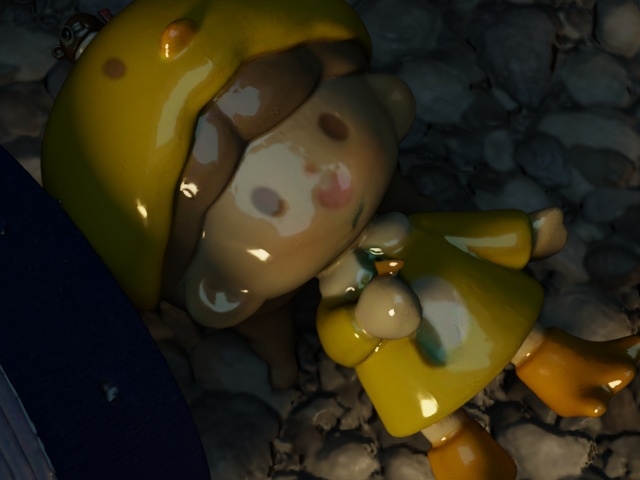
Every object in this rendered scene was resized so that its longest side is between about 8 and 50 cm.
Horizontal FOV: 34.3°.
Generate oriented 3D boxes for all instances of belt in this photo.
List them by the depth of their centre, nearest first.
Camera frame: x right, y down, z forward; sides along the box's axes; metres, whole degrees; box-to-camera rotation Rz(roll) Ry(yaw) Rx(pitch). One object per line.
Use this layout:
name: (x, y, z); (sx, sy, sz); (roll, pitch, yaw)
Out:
belt: (-0.208, 0.071, 0.525); (0.347, 0.117, 0.212); (48, 115, 11)

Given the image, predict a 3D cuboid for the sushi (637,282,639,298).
sushi: (0.340, 0.071, 0.538); (0.227, 0.215, 0.213); (-21, 96, -35)

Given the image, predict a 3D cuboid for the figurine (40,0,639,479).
figurine: (0.000, 0.000, 0.585); (0.344, 0.187, 0.215); (46, 67, 6)

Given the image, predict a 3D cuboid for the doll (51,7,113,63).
doll: (-0.134, -0.139, 0.693); (0.058, 0.040, 0.085); (43, 80, -2)
